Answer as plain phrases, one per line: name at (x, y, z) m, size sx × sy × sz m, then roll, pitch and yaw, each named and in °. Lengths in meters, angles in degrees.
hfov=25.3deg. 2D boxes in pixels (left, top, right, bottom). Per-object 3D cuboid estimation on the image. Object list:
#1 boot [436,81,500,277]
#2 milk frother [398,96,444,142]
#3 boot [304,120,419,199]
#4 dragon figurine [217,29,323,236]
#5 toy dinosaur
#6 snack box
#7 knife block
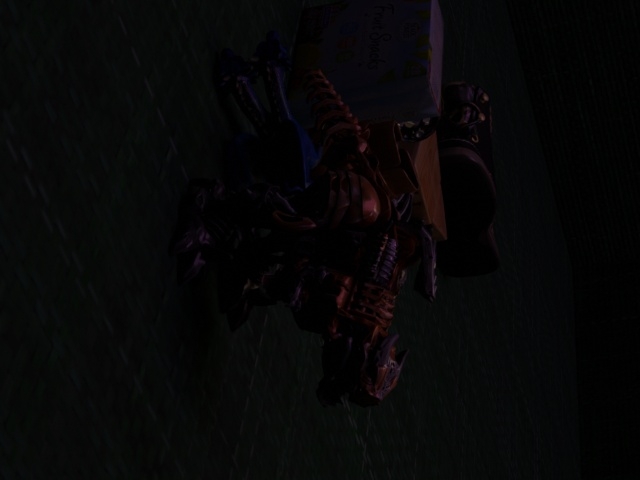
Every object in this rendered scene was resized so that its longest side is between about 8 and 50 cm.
boot at (0.224, -0.136, 2.354) m, size 0.377 × 0.138 × 0.284 m, roll 62°, pitch 24°, yaw -58°
milk frother at (0.066, -0.186, 1.917) m, size 0.143 × 0.129 × 0.135 m, roll 35°, pitch 2°, yaw -30°
boot at (0.038, -0.047, 1.595) m, size 0.073 × 0.152 × 0.197 m, roll -85°, pitch 158°, yaw -45°
dragon figurine at (-0.043, -0.068, 1.439) m, size 0.144 × 0.085 × 0.289 m, roll 48°, pitch 30°, yaw -59°
toy dinosaur at (0.000, 0.000, 1.307) m, size 0.322 × 0.218 × 0.164 m, roll -84°, pitch 157°, yaw -45°
snack box at (0.060, -0.220, 1.744) m, size 0.207 × 0.174 × 0.070 m, roll -82°, pitch 158°, yaw -47°
knife block at (0.102, -0.090, 1.978) m, size 0.242 × 0.088 × 0.276 m, roll 46°, pitch 37°, yaw -65°
